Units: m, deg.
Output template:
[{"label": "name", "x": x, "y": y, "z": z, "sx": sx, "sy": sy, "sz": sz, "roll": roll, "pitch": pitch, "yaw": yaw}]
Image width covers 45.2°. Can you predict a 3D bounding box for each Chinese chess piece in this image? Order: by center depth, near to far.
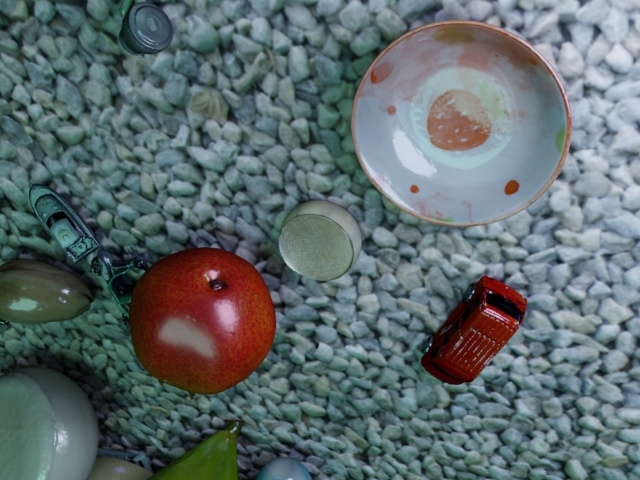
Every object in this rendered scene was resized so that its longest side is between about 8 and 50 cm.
[{"label": "Chinese chess piece", "x": 0.000, "y": 0.000, "z": 1.115, "sx": 0.122, "sy": 0.051, "sz": 0.122, "roll": 9, "pitch": 123, "yaw": 15}, {"label": "Chinese chess piece", "x": -0.393, "y": 0.530, "z": 1.522, "sx": 0.250, "sy": 0.097, "sz": 0.251, "roll": 11, "pitch": 136, "yaw": 11}]

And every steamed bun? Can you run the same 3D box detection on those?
[{"label": "steamed bun", "x": -0.523, "y": 0.376, "z": 1.417, "sx": 0.282, "sy": 0.177, "sz": 0.283, "roll": -7, "pitch": 75, "yaw": 28}]

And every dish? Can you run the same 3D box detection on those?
[{"label": "dish", "x": 0.172, "y": -0.149, "z": 0.944, "sx": 0.260, "sy": 0.085, "sz": 0.260, "roll": 8, "pitch": 121, "yaw": 14}]

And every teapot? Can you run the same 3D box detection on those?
[{"label": "teapot", "x": -0.238, "y": -0.283, "z": 1.011, "sx": 0.057, "sy": 0.066, "sz": 0.088, "roll": -19, "pitch": 92, "yaw": 46}]

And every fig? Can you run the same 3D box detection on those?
[{"label": "fig", "x": -0.244, "y": 0.488, "z": 1.366, "sx": 0.232, "sy": 0.314, "sz": 0.233, "roll": 1, "pitch": 152, "yaw": 0}]

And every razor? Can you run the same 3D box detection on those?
[{"label": "razor", "x": -0.433, "y": 0.429, "z": 1.540, "sx": 0.211, "sy": 0.036, "sz": 0.084, "roll": 10, "pitch": 134, "yaw": 18}]

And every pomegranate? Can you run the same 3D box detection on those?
[{"label": "pomegranate", "x": -0.183, "y": 0.130, "z": 1.161, "sx": 0.220, "sy": 0.221, "sz": 0.257, "roll": 28, "pitch": 126, "yaw": -1}]

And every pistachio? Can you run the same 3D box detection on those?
[{"label": "pistachio", "x": -0.477, "y": 0.091, "z": 1.295, "sx": 0.185, "sy": 0.108, "sz": 0.126, "roll": 5, "pitch": 146, "yaw": 6}]

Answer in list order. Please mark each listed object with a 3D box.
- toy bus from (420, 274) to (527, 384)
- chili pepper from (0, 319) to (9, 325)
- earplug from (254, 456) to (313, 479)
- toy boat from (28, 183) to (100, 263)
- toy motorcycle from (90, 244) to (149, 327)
[{"label": "toy bus", "x": 0.215, "y": 0.147, "z": 1.113, "sx": 0.081, "sy": 0.089, "sz": 0.195, "roll": 30, "pitch": 126, "yaw": -2}, {"label": "chili pepper", "x": -0.658, "y": 0.116, "z": 1.395, "sx": 0.224, "sy": 0.061, "sz": 0.098, "roll": -2, "pitch": 120, "yaw": 20}, {"label": "earplug", "x": -0.065, "y": 0.537, "z": 1.412, "sx": 0.184, "sy": 0.185, "sz": 0.324, "roll": 10, "pitch": 118, "yaw": 12}, {"label": "toy boat", "x": -0.414, "y": -0.033, "z": 1.225, "sx": 0.055, "sy": 0.060, "sz": 0.141, "roll": -33, "pitch": 102, "yaw": 7}, {"label": "toy motorcycle", "x": -0.301, "y": 0.079, "z": 1.258, "sx": 0.100, "sy": 0.058, "sz": 0.173, "roll": -23, "pitch": 111, "yaw": 24}]
